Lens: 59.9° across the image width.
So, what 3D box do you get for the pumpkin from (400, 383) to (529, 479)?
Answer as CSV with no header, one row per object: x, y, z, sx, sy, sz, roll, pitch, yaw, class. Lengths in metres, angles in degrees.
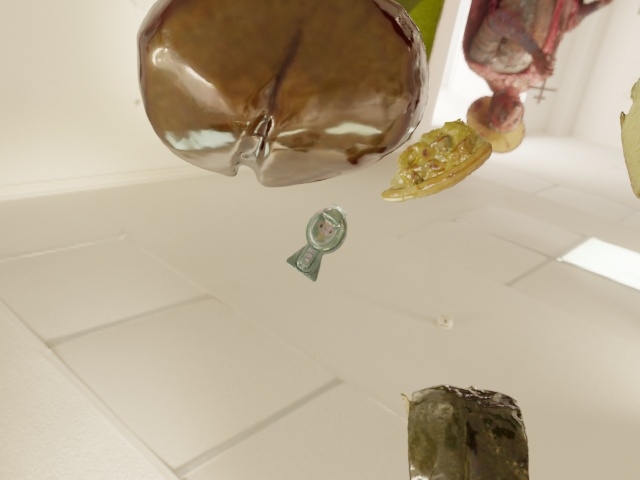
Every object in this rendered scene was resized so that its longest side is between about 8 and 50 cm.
0.186,0.299,0.720,0.140,0.317,0.221,-5,-132,13,pumpkin

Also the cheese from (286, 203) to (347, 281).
0.000,0.000,0.863,0.067,0.120,0.026,34,-172,18,cheese

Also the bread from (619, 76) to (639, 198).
0.497,-0.157,0.753,0.169,0.140,0.159,-10,-125,-1,bread

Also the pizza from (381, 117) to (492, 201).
0.145,-0.105,0.717,0.160,0.098,0.036,-21,145,32,pizza

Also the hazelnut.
-0.026,-0.126,0.427,0.212,0.181,0.181,16,170,-7,hazelnut
